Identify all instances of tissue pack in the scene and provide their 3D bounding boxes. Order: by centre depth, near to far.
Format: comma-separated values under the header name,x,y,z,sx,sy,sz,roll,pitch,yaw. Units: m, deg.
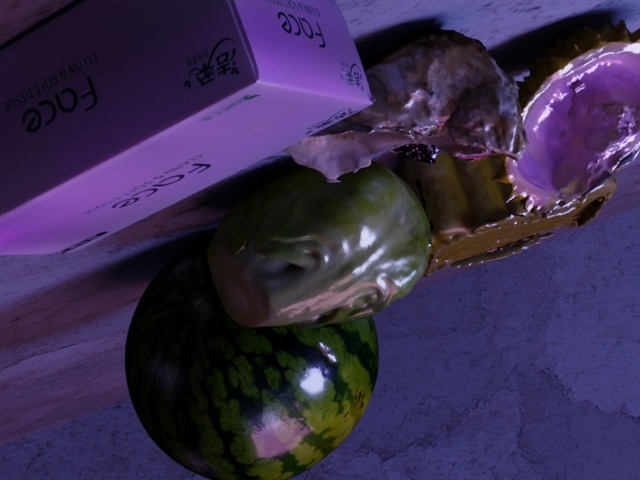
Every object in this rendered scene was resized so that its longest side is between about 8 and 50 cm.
name,x,y,z,sx,sy,sz,roll,pitch,yaw
tissue pack,-0.115,-0.074,0.803,0.246,0.092,0.148,-24,170,26

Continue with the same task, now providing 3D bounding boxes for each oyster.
name,x,y,z,sx,sy,sz,roll,pitch,yaw
oyster,0.041,-0.101,1.052,0.232,0.107,0.161,-4,-177,21

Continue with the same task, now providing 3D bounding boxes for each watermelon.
name,x,y,z,sx,sy,sz,roll,pitch,yaw
watermelon,-0.075,0.131,1.536,0.285,0.285,0.285,-20,171,-3

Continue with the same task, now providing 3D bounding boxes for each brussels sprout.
name,x,y,z,sx,sy,sz,roll,pitch,yaw
brussels sprout,0.000,0.000,1.352,0.223,0.161,0.223,-7,-170,1

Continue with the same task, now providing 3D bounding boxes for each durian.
name,x,y,z,sx,sy,sz,roll,pitch,yaw
durian,0.236,-0.117,1.211,0.182,0.132,0.165,-39,165,26

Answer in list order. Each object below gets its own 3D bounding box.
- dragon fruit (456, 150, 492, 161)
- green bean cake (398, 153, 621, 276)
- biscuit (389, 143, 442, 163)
name,x,y,z,sx,sy,sz,roll,pitch,yaw
dragon fruit,0.137,-0.116,1.254,0.056,0.060,0.083,-15,148,19
green bean cake,0.195,-0.056,1.514,0.229,0.131,0.224,-16,169,-8
biscuit,0.084,-0.092,1.248,0.089,0.027,0.087,21,174,-29
